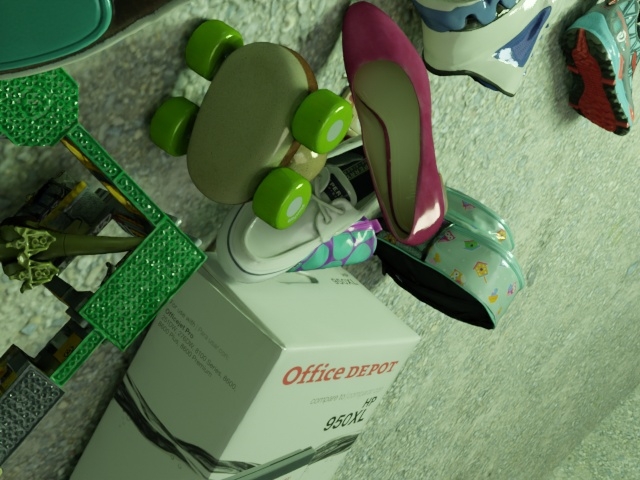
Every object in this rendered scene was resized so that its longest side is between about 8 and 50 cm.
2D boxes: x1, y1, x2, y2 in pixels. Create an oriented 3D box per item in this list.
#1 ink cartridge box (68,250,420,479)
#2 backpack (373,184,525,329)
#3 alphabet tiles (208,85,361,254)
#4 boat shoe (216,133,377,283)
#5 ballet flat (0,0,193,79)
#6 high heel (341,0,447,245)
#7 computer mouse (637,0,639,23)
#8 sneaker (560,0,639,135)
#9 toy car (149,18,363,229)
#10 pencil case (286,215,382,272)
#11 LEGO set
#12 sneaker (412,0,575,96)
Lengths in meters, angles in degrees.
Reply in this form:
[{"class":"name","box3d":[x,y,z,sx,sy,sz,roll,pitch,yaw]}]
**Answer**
[{"class":"ink cartridge box","box3d":[-0.100,0.223,1.123,0.285,0.166,0.395,4,121,-55]},{"class":"backpack","box3d":[0.178,0.024,1.265,0.144,0.188,0.166,-46,149,-9]},{"class":"alphabet tiles","box3d":[-0.006,-0.059,1.109,0.237,0.009,0.198,-55,149,6]},{"class":"boat shoe","box3d":[0.000,-0.049,1.008,0.258,0.095,0.084,-42,-171,-32]},{"class":"ballet flat","box3d":[-0.130,-0.201,0.601,0.400,0.139,0.139,-15,150,10]},{"class":"high heel","box3d":[0.063,-0.115,0.951,0.117,0.082,0.244,-36,113,-66]},{"class":"computer mouse","box3d":[0.562,-0.436,1.415,0.184,0.060,0.262,-17,136,-42]},{"class":"sneaker","box3d":[0.432,-0.251,1.397,0.125,0.104,0.262,-49,150,-8]},{"class":"toy car","box3d":[-0.032,-0.104,0.899,0.149,0.155,0.188,-61,158,16]},{"class":"pencil case","box3d":[0.000,0.000,1.107,0.070,0.064,0.152,-40,159,33]},{"class":"LEGO set","box3d":[-0.264,0.019,0.735,0.255,0.192,0.331,39,79,-31]},{"class":"sneaker","box3d":[0.221,-0.273,1.090,0.315,0.127,0.182,-30,148,-20]}]
